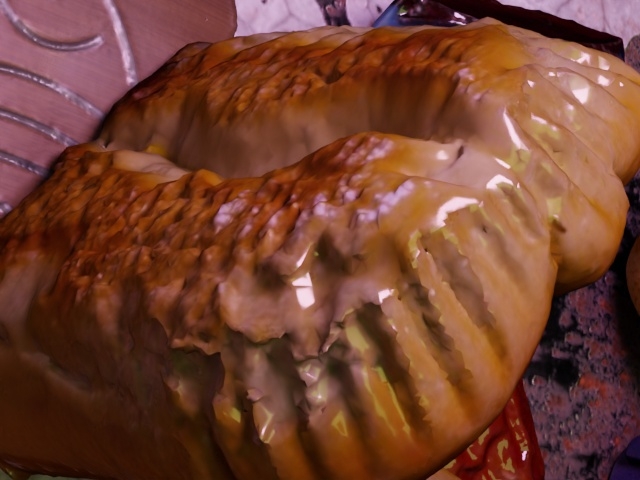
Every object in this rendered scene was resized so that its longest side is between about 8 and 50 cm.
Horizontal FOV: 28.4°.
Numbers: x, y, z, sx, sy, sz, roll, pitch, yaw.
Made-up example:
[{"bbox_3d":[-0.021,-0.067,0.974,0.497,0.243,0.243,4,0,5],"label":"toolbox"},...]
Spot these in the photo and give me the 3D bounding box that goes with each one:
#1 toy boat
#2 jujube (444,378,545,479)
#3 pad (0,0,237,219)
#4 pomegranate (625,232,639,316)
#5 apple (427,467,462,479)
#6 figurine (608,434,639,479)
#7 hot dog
[{"bbox_3d":[0.143,-0.122,1.050,0.309,0.129,0.142,5,116,-36],"label":"toy boat"},{"bbox_3d":[0.072,0.136,0.925,0.174,0.174,0.250,-23,96,-39],"label":"jujube"},{"bbox_3d":[-0.190,-0.098,0.830,0.286,0.018,0.284,22,72,-37],"label":"pad"},{"bbox_3d":[0.387,0.036,1.168,0.215,0.215,0.215,5,82,-39],"label":"pomegranate"},{"bbox_3d":[-0.007,0.285,0.765,0.314,0.309,0.252,59,2,27],"label":"apple"},{"bbox_3d":[0.450,0.271,1.241,0.421,0.154,0.193,38,45,-25],"label":"figurine"},{"bbox_3d":[0.000,0.000,0.730,0.196,0.365,0.367,53,57,-24],"label":"hot dog"}]
